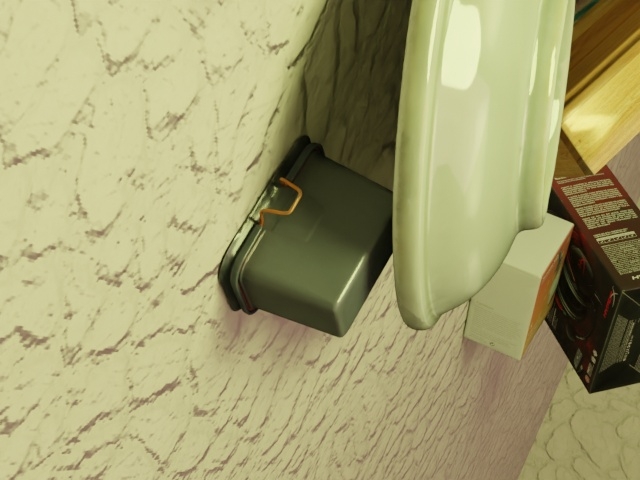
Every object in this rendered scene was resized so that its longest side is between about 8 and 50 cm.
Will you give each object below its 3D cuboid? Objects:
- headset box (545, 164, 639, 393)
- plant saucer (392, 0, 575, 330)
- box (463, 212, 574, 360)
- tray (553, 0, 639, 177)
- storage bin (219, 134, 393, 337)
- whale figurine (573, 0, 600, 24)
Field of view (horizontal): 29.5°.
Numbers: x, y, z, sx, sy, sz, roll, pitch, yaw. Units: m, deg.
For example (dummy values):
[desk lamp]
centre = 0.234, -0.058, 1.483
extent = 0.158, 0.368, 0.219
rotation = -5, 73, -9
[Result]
[headset box]
centre = 0.394, 0.039, 1.777
extent = 0.110, 0.293, 0.218
rotation = -10, 136, -15
[plant saucer]
centre = 0.144, -0.119, 0.985
extent = 0.400, 0.100, 0.401
rotation = 8, 90, -78
[box]
centre = 0.277, 0.057, 1.709
extent = 0.130, 0.091, 0.170
rotation = -50, 155, -40
[tray]
centre = 0.336, -0.217, 1.246
extent = 0.411, 0.076, 0.203
rotation = -42, -165, -16
[storage bin]
centre = 0.000, 0.000, 0.904
extent = 0.135, 0.091, 0.098
rotation = -60, 160, -22
[whale figurine]
centre = 0.419, -0.338, 1.492
extent = 0.216, 0.141, 0.272
rotation = 5, 130, -51
